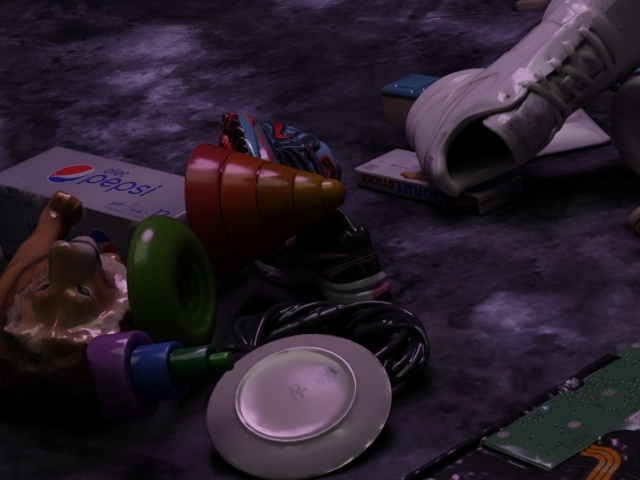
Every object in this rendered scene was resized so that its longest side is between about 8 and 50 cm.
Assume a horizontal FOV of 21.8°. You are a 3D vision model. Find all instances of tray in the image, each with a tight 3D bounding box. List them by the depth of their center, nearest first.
[{"bbox_3d":[0.213,-0.147,1.836,0.145,0.030,0.270,-10,22,-4],"label":"tray"}]

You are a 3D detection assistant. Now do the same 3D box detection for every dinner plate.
[{"bbox_3d":[-0.017,0.118,1.238,0.141,0.017,0.141,-6,44,6],"label":"dinner plate"}]

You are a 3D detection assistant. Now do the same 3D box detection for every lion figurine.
[{"bbox_3d":[-0.310,0.073,1.418,0.392,0.142,0.240,-17,28,21],"label":"lion figurine"}]

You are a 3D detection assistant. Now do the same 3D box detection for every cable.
[{"bbox_3d":[0.008,0.089,1.339,0.184,0.047,0.150,-1,19,28],"label":"cable"}]

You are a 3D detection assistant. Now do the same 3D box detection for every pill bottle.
[{"bbox_3d":[0.384,-0.133,1.622,0.186,0.112,0.112,-24,26,-30],"label":"pill bottle"}]

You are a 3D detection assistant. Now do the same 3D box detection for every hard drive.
[{"bbox_3d":[0.190,0.171,1.030,0.339,0.064,0.237,-27,28,-34],"label":"hard drive"}]

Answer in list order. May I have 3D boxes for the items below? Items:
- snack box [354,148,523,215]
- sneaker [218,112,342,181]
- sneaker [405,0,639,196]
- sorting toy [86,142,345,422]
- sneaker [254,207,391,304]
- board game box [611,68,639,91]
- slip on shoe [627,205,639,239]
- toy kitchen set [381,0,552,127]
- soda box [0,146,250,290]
[{"bbox_3d":[0.117,-0.061,1.673,0.064,0.022,0.178,-25,27,-35],"label":"snack box"},{"bbox_3d":[-0.038,-0.079,1.656,0.125,0.104,0.262,4,13,-5],"label":"sneaker"},{"bbox_3d":[0.223,-0.142,1.586,0.305,0.114,0.152,-36,25,16],"label":"sneaker"},{"bbox_3d":[-0.067,0.024,1.341,0.126,0.127,0.365,-8,25,19],"label":"sorting toy"},{"bbox_3d":[0.000,0.000,1.502,0.072,0.077,0.178,-23,25,-33],"label":"sneaker"},{"bbox_3d":[0.425,-0.195,1.869,0.186,0.026,0.126,-17,23,-17],"label":"board game box"},{"bbox_3d":[0.333,-0.024,1.478,0.135,0.051,0.041,-16,61,-35],"label":"slip on shoe"},{"bbox_3d":[0.169,-0.225,1.779,0.122,0.166,0.207,13,31,43],"label":"toy kitchen set"},{"bbox_3d":[-0.200,-0.015,1.601,0.098,0.091,0.286,-29,29,-37],"label":"soda box"}]
